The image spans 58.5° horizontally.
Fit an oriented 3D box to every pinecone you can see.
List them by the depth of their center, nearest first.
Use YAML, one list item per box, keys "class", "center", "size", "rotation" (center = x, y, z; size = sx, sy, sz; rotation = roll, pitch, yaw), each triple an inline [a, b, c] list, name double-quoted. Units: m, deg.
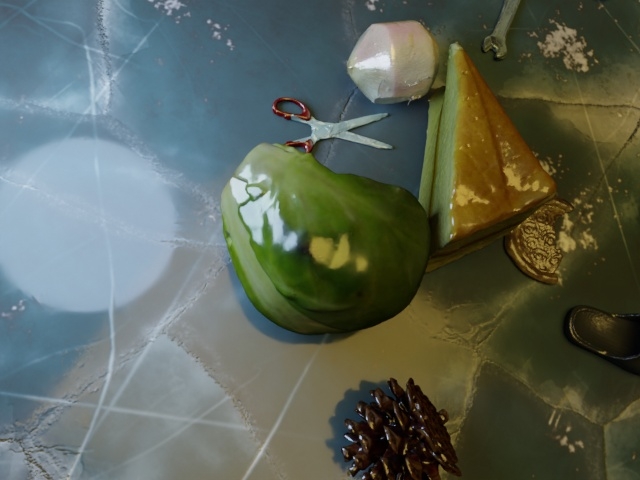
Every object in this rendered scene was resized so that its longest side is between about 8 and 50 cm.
- class: "pinecone"
  center: [0.130, 0.340, 0.964]
  size: [0.207, 0.208, 0.208]
  rotation: [2, 75, -8]

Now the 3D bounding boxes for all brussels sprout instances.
- class: "brussels sprout"
  center: [0.000, 0.000, 0.982]
  size: [0.371, 0.276, 0.315]
  rotation: [26, 70, -1]

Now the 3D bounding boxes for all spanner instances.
- class: "spanner"
  center: [0.440, -0.545, 1.325]
  size: [0.071, 0.017, 0.302]
  rotation: [25, 73, -1]

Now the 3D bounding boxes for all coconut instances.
- class: "coconut"
  center: [0.141, -0.354, 1.156]
  size: [0.182, 0.171, 0.171]
  rotation: [-17, 79, -15]

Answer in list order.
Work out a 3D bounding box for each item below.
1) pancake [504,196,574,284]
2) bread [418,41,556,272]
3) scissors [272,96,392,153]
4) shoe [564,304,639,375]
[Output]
- class: "pancake"
  center: [0.467, -0.004, 1.189]
  size: [0.184, 0.020, 0.191]
  rotation: [-14, 78, -13]
- class: "bread"
  center: [0.234, -0.161, 1.089]
  size: [0.244, 0.233, 0.362]
  rotation: [-21, 75, -12]
- class: "scissors"
  center: [0.026, -0.226, 1.180]
  size: [0.247, 0.017, 0.144]
  rotation: [-2, 77, -11]
- class: "shoe"
  center: [0.609, 0.194, 1.122]
  size: [0.241, 0.093, 0.108]
  rotation: [19, 72, -2]
